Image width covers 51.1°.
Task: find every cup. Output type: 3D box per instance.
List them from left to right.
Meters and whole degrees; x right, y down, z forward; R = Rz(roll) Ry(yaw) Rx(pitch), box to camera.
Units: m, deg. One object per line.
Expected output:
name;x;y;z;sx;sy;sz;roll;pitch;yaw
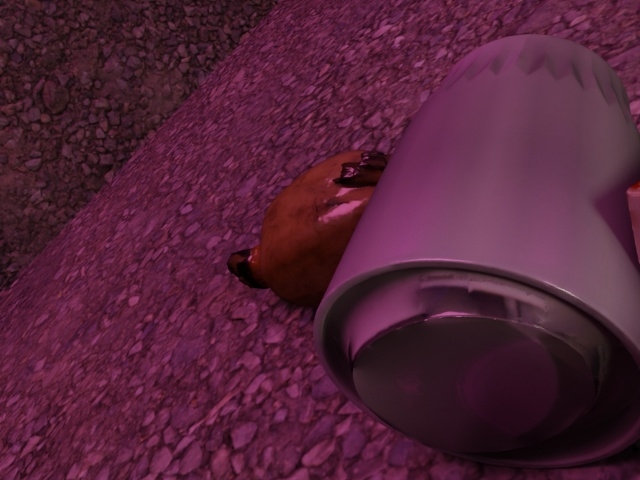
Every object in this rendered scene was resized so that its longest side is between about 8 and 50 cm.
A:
cup;0.167;-0.005;0.603;0.253;0.253;0.372;-15;35;39

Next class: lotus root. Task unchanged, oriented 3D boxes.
lotus root;0.000;0.000;0.881;0.309;0.183;0.183;-27;31;30

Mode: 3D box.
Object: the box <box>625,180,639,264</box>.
box;0.402;-0.066;0.446;0.353;0.069;0.214;-29;21;-28
